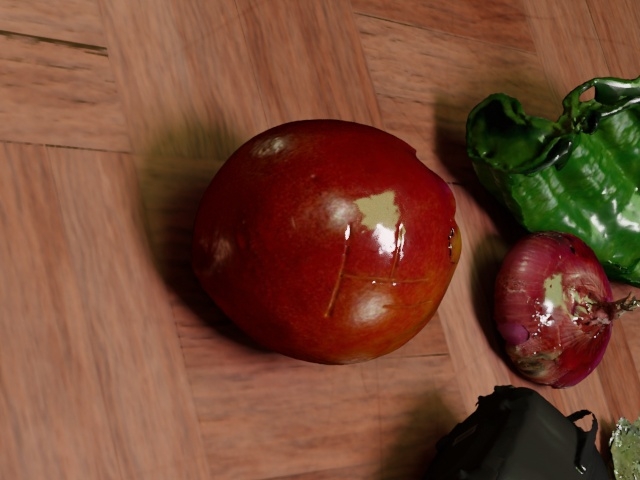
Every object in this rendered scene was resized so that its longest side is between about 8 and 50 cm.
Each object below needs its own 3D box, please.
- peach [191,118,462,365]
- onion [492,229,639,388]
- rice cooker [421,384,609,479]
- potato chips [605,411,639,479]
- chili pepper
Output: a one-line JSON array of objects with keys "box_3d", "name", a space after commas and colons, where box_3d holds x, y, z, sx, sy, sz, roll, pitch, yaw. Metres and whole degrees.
[{"box_3d": [0.000, 0.000, 1.086, 0.197, 0.197, 0.197, 29, 49, -39], "name": "peach"}, {"box_3d": [0.239, 0.061, 1.374, 0.150, 0.140, 0.150, 15, 70, -48], "name": "onion"}, {"box_3d": [0.150, 0.200, 1.184, 0.118, 0.142, 0.203, 47, 35, -5], "name": "rice cooker"}, {"box_3d": [0.352, 0.267, 1.492, 0.220, 0.029, 0.202, 35, 48, -38], "name": "potato chips"}, {"box_3d": [0.295, -0.077, 1.502, 0.385, 0.213, 0.167, 23, 11, -47], "name": "chili pepper"}]
